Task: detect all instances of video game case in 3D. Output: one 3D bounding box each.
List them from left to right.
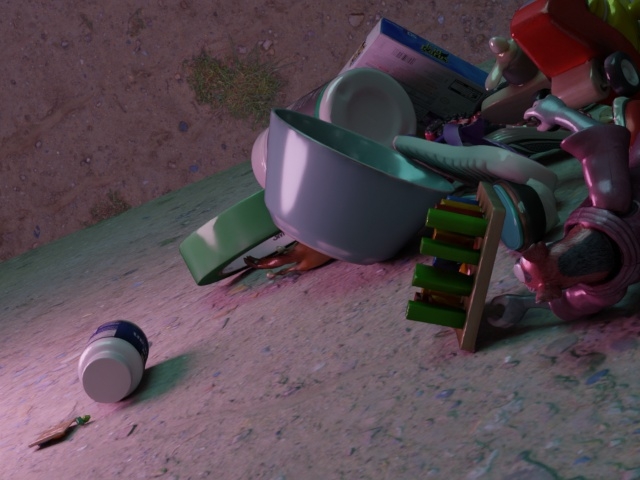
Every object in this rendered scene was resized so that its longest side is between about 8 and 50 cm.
[{"bbox_3d":[0.173,-0.299,2.259,0.244,0.269,0.061,-48,24,43],"label":"video game case"}]

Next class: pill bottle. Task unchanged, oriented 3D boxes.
[{"bbox_3d":[-0.305,0.180,1.633,0.094,0.094,0.169,-24,12,1],"label":"pill bottle"},{"bbox_3d":[0.014,-0.192,2.170,0.204,0.204,0.361,-30,5,-29],"label":"pill bottle"}]

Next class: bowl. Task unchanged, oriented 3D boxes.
[{"bbox_3d":[0.037,-0.071,1.726,0.311,0.311,0.163,-80,13,-76],"label":"bowl"}]

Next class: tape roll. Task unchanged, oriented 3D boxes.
[{"bbox_3d":[-0.094,-0.027,1.977,0.321,0.077,0.321,-29,-5,-3],"label":"tape roll"}]

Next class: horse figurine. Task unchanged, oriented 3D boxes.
[{"bbox_3d":[0.000,0.000,1.922,0.263,0.066,0.174,-28,6,-31],"label":"horse figurine"}]

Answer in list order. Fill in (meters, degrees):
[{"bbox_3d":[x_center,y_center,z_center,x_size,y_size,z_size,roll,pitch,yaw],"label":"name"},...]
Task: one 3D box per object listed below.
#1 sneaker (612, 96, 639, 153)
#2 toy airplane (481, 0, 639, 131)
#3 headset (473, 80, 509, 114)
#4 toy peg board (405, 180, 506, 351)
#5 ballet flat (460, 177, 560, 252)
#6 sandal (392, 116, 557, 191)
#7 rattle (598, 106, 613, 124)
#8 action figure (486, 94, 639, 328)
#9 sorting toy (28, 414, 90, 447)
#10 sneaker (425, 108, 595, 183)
[{"bbox_3d":[0.449,-0.133,1.392,0.118,0.107,0.279,-5,1,37],"label":"sneaker"},{"bbox_3d":[0.431,-0.284,1.576,0.386,0.272,0.384,-11,-15,-1],"label":"toy airplane"},{"bbox_3d":[0.364,-0.267,2.101,0.394,0.185,0.243,-29,6,38],"label":"headset"},{"bbox_3d":[0.145,0.019,1.251,0.079,0.161,0.161,12,14,0],"label":"toy peg board"},{"bbox_3d":[0.268,-0.045,1.529,0.096,0.095,0.280,-13,10,-8],"label":"ballet flat"},{"bbox_3d":[0.259,-0.139,1.768,0.102,0.169,0.416,-63,25,0],"label":"sandal"},{"bbox_3d":[0.509,-0.250,1.864,0.130,0.143,0.199,13,28,41],"label":"rattle"},{"bbox_3d":[0.328,-0.010,1.130,0.275,0.248,0.370,20,36,34],"label":"action figure"},{"bbox_3d":[-0.364,0.268,1.560,0.083,0.012,0.062,-24,6,16],"label":"sorting toy"},{"bbox_3d":[0.338,-0.172,1.944,0.299,0.112,0.121,-3,25,26],"label":"sneaker"}]
